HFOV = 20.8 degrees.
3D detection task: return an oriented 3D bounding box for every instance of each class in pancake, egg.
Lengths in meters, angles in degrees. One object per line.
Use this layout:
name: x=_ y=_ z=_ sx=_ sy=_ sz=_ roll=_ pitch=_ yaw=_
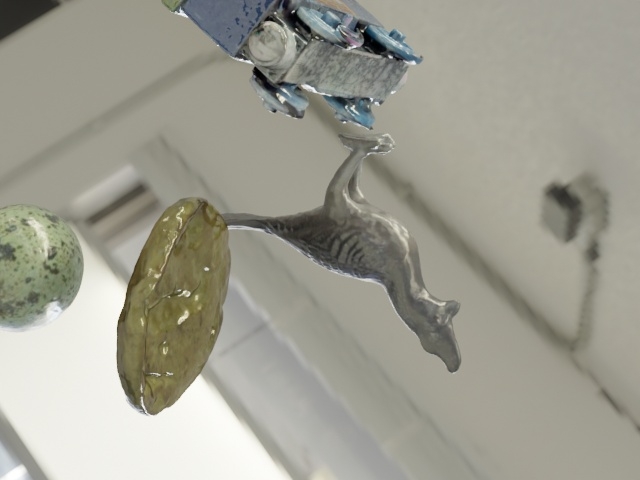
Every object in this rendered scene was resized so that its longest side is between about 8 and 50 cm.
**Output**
pancake: x=-0.155 y=0.063 z=1.831 sx=0.050 sy=0.242 sz=0.242 roll=18 pitch=-30 yaw=18
egg: x=-0.323 y=0.034 z=1.873 sx=0.132 sy=0.132 sz=0.172 roll=53 pitch=-31 yaw=12

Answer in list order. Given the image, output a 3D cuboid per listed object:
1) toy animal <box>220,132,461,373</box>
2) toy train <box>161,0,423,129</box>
toy animal: x=0.024 y=-0.025 z=1.884 sx=0.367 sy=0.081 sz=0.205 roll=27 pitch=-71 yaw=26
toy train: x=-0.024 y=-0.223 z=1.887 sx=0.202 sy=0.131 sz=0.300 roll=44 pitch=16 yaw=21
